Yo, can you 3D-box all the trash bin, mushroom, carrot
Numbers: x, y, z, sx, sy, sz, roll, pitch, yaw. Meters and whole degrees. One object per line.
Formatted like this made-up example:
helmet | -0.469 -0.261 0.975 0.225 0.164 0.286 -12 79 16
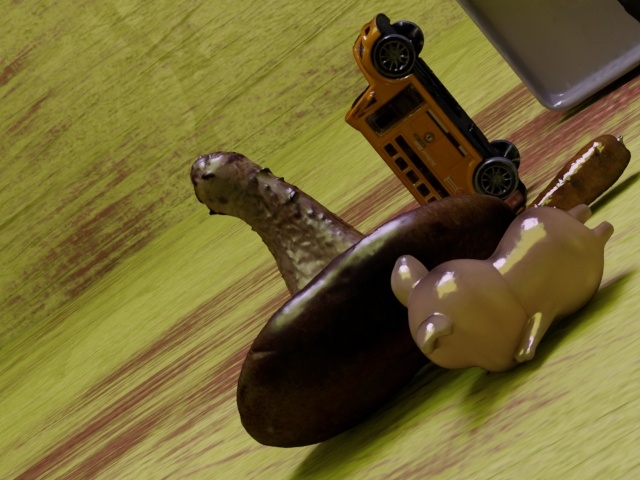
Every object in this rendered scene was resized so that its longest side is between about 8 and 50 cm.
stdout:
trash bin | 0.259 -0.317 1.761 0.256 0.296 0.367 -31 16 32
mushroom | 0.000 0.000 1.219 0.227 0.217 0.148 -34 -27 -7
carrot | 0.161 -0.016 1.306 0.165 0.035 0.035 -44 8 -4

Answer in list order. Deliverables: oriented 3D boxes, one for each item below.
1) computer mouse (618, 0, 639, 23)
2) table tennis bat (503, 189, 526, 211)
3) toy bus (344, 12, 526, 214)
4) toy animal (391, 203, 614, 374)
computer mouse | 0.351 -0.288 1.534 0.269 0.170 0.100 -43 -5 -18
table tennis bat | 0.073 0.042 1.324 0.220 0.019 0.130 -44 -6 -18
toy bus | 0.085 -0.091 1.484 0.088 0.194 0.083 -38 7 16
toy animal | 0.111 0.027 1.099 0.150 0.089 0.083 -30 3 -14
